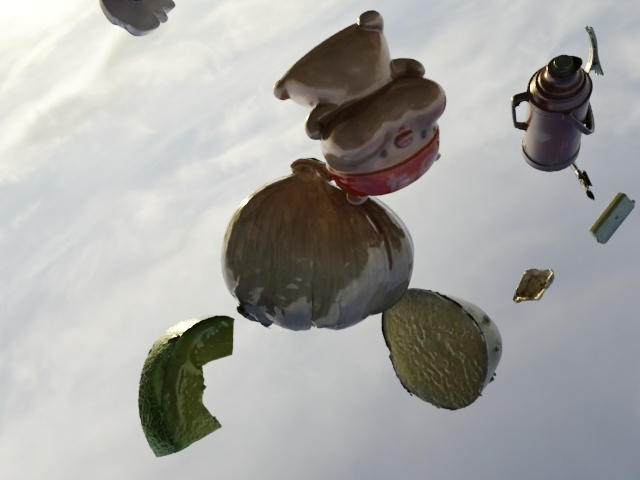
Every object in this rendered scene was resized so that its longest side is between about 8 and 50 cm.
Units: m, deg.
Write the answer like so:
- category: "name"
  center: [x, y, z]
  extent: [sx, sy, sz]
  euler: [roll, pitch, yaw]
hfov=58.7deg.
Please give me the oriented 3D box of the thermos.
- category: "thermos"
  center: [0.358, -0.200, 0.876]
  extent: [0.124, 0.232, 0.099]
  euler: [-9, -114, 15]

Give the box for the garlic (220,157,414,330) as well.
- category: "garlic"
  center: [0.000, 0.016, 0.893]
  extent: [0.241, 0.322, 0.322]
  euler: [-61, -151, 25]

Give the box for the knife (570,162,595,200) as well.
- category: "knife"
  center: [0.514, -0.127, 1.120]
  extent: [0.021, 0.046, 0.222]
  euler: [-26, -167, 22]

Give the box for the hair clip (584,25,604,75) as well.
- category: "hair clip"
  center: [0.601, -0.419, 1.269]
  extent: [0.039, 0.115, 0.030]
  euler: [-21, -156, -1]

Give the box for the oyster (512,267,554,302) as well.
- category: "oyster"
  center: [0.353, 0.074, 0.937]
  extent: [0.093, 0.034, 0.051]
  euler: [146, -39, -66]

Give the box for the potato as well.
- category: "potato"
  center: [0.206, 0.158, 0.907]
  extent: [0.117, 0.182, 0.202]
  euler: [-10, -160, -41]

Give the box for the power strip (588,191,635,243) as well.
- category: "power strip"
  center: [0.475, -0.036, 0.926]
  extent: [0.090, 0.040, 0.016]
  euler: [-54, -148, 4]

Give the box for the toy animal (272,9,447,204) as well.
- category: "toy animal"
  center: [0.055, -0.150, 0.686]
  extent: [0.171, 0.198, 0.171]
  euler: [-34, -177, 2]

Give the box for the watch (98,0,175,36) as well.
- category: "watch"
  center: [-0.396, -0.621, 1.304]
  extent: [0.231, 0.196, 0.244]
  euler: [-28, -144, 42]

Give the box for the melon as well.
- category: "melon"
  center: [-0.183, 0.191, 0.791]
  extent: [0.064, 0.118, 0.210]
  euler: [-27, -128, 41]
